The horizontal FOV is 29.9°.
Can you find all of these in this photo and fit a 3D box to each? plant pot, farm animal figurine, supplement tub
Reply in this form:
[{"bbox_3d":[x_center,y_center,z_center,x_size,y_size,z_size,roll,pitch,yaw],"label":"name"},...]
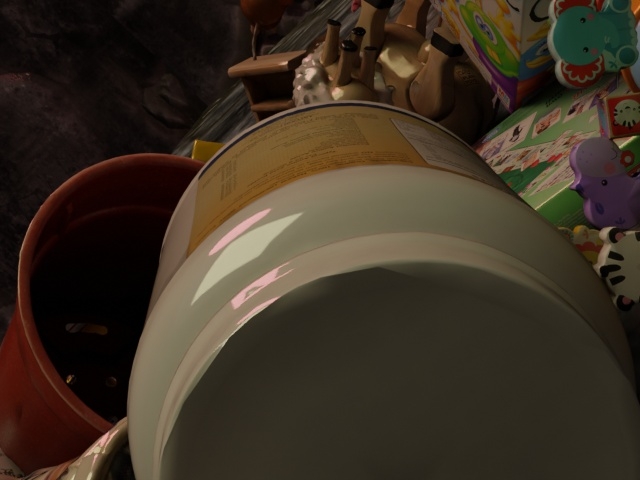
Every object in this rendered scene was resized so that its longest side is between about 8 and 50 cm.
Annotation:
[{"bbox_3d":[-0.169,0.103,1.077,0.265,0.272,0.272,-44,11,52],"label":"plant pot"},{"bbox_3d":[0.076,-0.185,1.208,0.327,0.330,0.172,56,142,44],"label":"farm animal figurine"},{"bbox_3d":[0.023,0.060,0.605,0.228,0.228,0.316,-45,13,8],"label":"supplement tub"}]

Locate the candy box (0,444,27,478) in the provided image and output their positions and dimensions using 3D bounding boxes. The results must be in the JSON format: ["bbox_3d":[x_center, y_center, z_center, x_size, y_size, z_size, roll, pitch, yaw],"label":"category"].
[{"bbox_3d":[-0.326,0.287,1.183,0.196,0.165,0.070,-34,19,45],"label":"candy box"}]

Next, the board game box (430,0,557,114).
[{"bbox_3d":[0.166,-0.230,0.887,0.142,0.144,0.275,-32,-17,-2],"label":"board game box"}]

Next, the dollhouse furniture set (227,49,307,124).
[{"bbox_3d":[-0.099,-0.084,1.289,0.242,0.161,0.212,-33,23,-35],"label":"dollhouse furniture set"}]

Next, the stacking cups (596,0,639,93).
[{"bbox_3d":[0.206,-0.090,0.651,0.096,0.096,0.316,-44,23,14],"label":"stacking cups"}]

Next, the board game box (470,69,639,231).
[{"bbox_3d":[0.221,-0.095,0.842,0.317,0.046,0.213,-39,16,30],"label":"board game box"}]

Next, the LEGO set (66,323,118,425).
[{"bbox_3d":[-0.212,0.075,1.392,0.255,0.192,0.331,-42,14,21],"label":"LEGO set"}]

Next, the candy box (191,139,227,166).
[{"bbox_3d":[-0.018,-0.050,1.108,0.105,0.205,0.027,111,165,-68],"label":"candy box"}]

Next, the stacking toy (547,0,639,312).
[{"bbox_3d":[0.145,-0.070,0.632,0.052,0.221,0.167,-7,0,1],"label":"stacking toy"}]

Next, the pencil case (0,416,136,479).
[{"bbox_3d":[-0.175,0.224,0.849,0.410,0.183,0.160,-28,46,54],"label":"pencil case"}]
